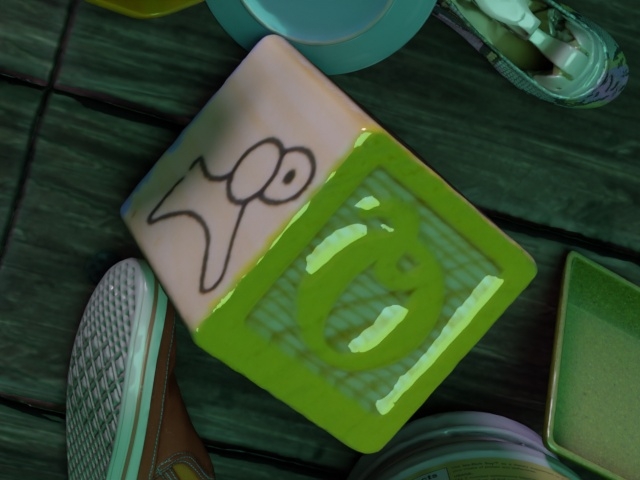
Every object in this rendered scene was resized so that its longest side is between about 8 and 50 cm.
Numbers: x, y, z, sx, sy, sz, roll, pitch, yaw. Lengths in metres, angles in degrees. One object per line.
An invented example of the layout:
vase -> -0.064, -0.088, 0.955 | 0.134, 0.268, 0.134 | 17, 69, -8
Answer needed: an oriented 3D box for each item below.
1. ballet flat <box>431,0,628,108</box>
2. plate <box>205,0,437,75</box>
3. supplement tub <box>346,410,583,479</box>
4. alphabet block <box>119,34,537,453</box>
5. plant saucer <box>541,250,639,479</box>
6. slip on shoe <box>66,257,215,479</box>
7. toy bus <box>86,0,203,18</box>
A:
ballet flat -> 0.158, -0.162, 1.161 | 0.221, 0.079, 0.077 | 31, 95, -21
plate -> -0.003, -0.206, 1.101 | 0.188, 0.024, 0.188 | 3, 117, 6
supplement tub -> 0.129, 0.303, 1.147 | 0.241, 0.331, 0.241 | -2, 116, -5
alphabet block -> 0.000, 0.000, 1.089 | 0.193, 0.197, 0.192 | 35, 99, -33
plant saucer -> 0.256, 0.130, 1.254 | 0.188, 0.188, 0.045 | 27, 143, -20
slip on shoe -> -0.135, 0.166, 1.178 | 0.101, 0.123, 0.331 | -8, 113, -26
toy bus -> -0.124, -0.255, 1.045 | 0.202, 0.191, 0.104 | -61, 154, 10
